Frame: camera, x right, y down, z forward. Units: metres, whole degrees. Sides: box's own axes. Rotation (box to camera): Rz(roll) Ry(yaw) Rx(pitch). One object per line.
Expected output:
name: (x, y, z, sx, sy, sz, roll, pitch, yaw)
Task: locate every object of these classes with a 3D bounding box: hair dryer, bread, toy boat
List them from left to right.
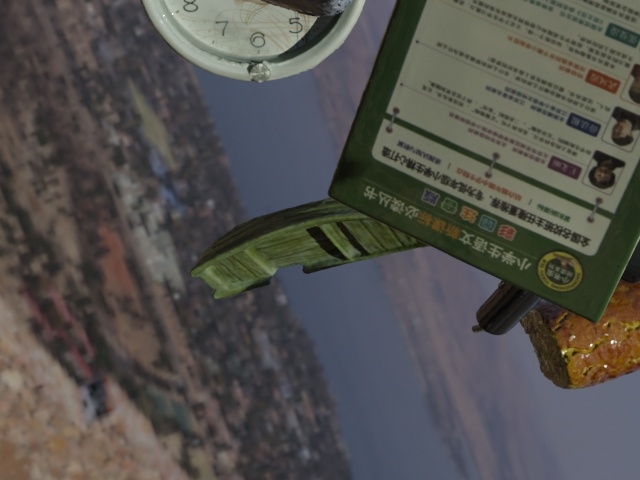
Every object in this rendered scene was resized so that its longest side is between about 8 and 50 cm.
toy boat: (0.000, 0.000, 1.500, 0.093, 0.293, 0.055, 48, 36, -48)
hair dryer: (0.161, 0.015, 1.069, 0.219, 0.124, 0.071, 122, -11, -51)
bread: (0.294, 0.077, 1.365, 0.132, 0.172, 0.103, -179, -111, -84)

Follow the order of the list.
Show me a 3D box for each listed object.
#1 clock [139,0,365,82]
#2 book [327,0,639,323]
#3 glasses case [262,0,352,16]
clock: (-0.068, -0.275, 1.394, 0.053, 0.237, 0.236, -84, 153, -64)
book: (0.134, -0.101, 0.867, 0.027, 0.202, 0.264, -43, 155, -61)
glasses case: (-0.068, -0.248, 1.098, 0.282, 0.067, 0.109, 33, -23, 49)
